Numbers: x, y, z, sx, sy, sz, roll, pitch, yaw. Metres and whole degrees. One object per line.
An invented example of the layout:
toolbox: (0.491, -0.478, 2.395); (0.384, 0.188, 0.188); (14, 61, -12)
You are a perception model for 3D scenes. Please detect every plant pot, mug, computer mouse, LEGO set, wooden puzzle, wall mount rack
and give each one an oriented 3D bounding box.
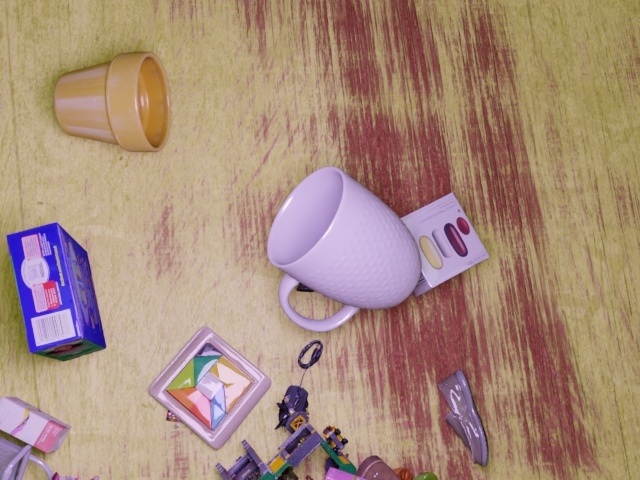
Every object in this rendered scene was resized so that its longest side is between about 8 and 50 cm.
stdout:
plant pot: (-0.542, -0.356, 1.706); (0.238, 0.254, 0.254); (0, 77, 7)
mug: (0.051, 0.059, 1.613); (0.328, 0.276, 0.374); (34, 97, -29)
computer mouse: (-0.048, 0.373, 1.710); (0.071, 0.041, 0.242); (20, 75, -3)
LEGO set: (-0.094, 0.564, 1.619); (0.331, 0.192, 0.255); (-48, 117, -10)
wooden puzzle: (-0.363, 0.434, 1.663); (0.049, 0.006, 0.083); (11, 75, -7)
wooden puzzle: (-0.278, 0.371, 1.668); (0.238, 0.044, 0.221); (40, 71, 1)
wall mount rack: (-0.814, 0.556, 1.507); (0.350, 0.130, 0.304); (25, 113, 0)

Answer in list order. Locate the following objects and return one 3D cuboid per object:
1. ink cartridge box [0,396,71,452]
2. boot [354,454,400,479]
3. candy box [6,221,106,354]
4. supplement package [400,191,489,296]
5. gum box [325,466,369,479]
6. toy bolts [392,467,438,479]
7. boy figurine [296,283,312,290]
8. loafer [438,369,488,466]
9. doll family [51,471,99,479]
ink cartridge box: (-0.704, 0.426, 1.554); (0.198, 0.115, 0.067); (28, 73, -3)
boot: (0.104, 0.687, 1.587); (0.112, 0.115, 0.305); (18, 97, -45)
candy box: (-0.606, 0.131, 1.533); (0.122, 0.317, 0.268); (-14, 79, -10)
supplement package: (0.311, 0.013, 1.793); (0.194, 0.149, 0.203); (-27, 82, -14)
gum box: (0.044, 0.644, 1.531); (0.107, 0.062, 0.189); (16, 96, 10)
toy bolts: (0.225, 0.707, 1.657); (0.218, 0.158, 0.229); (38, 57, -41)
boy figurine: (0.000, 0.000, 1.778); (0.177, 0.092, 0.285); (5, 80, -5)
loafer: (0.379, 0.476, 1.740); (0.087, 0.094, 0.251); (-19, 70, 12)
doll family: (-0.598, 0.662, 1.516); (0.163, 0.118, 0.263); (35, 68, -24)
